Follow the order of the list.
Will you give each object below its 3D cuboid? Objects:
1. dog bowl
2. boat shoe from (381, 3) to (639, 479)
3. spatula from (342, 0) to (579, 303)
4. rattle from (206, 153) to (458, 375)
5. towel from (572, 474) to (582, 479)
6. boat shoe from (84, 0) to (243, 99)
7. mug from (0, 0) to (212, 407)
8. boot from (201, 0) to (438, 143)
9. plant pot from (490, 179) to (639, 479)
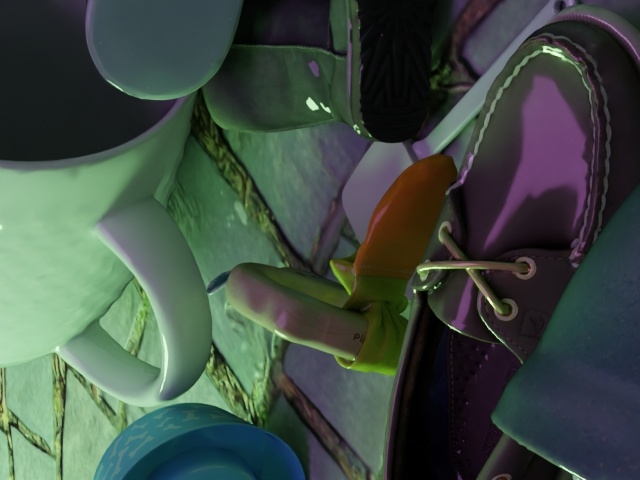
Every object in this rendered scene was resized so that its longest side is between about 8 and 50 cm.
[{"bbox_3d":[-0.104,0.262,0.985,0.074,0.166,0.297,36,127,57],"label":"dog bowl"},{"bbox_3d":[0.100,0.036,0.678,0.116,0.097,0.324,34,128,36],"label":"boat shoe"},{"bbox_3d":[0.102,-0.024,0.745,0.242,0.019,0.168,-49,59,48],"label":"spatula"},{"bbox_3d":[0.000,0.000,0.819,0.200,0.130,0.142,-136,49,-73],"label":"rattle"},{"bbox_3d":[0.182,0.136,0.578,0.029,0.144,0.197,-174,76,-74],"label":"towel"},{"bbox_3d":[-0.067,-0.281,0.819,0.156,0.136,0.367,-116,42,-60],"label":"boat shoe"},{"bbox_3d":[-0.224,-0.023,0.994,0.374,0.276,0.328,43,142,17],"label":"mug"},{"bbox_3d":[-0.005,-0.154,0.824,0.208,0.076,0.189,24,107,60],"label":"boot"},{"bbox_3d":[0.227,0.026,0.403,0.293,0.293,0.196,22,89,49],"label":"plant pot"}]
